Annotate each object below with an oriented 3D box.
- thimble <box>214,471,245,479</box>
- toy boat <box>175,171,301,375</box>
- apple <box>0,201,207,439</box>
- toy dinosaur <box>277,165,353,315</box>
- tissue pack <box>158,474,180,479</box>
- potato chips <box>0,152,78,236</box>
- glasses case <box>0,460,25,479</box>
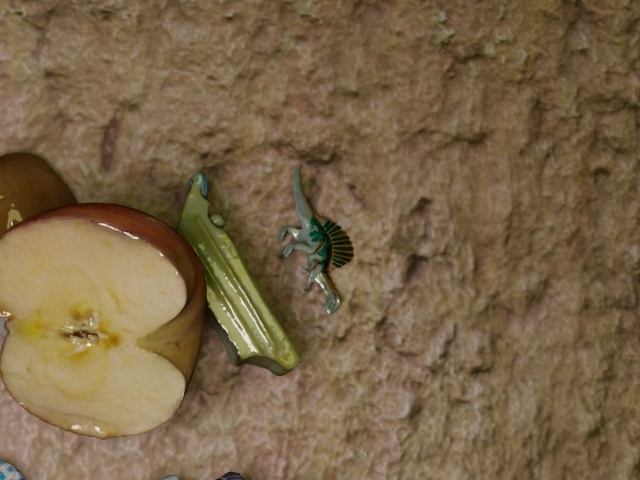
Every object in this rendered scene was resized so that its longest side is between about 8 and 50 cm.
[{"bbox_3d":[-0.106,0.339,1.645,0.066,0.095,0.104,-28,84,-21],"label":"thimble"},{"bbox_3d":[-0.124,0.055,1.710,0.084,0.111,0.276,-25,83,-14],"label":"toy boat"},{"bbox_3d":[-0.261,0.073,1.619,0.251,0.163,0.293,7,116,4],"label":"apple"},{"bbox_3d":[-0.002,0.000,1.797,0.106,0.044,0.187,20,58,-22],"label":"toy dinosaur"},{"bbox_3d":[-0.183,0.419,1.558,0.185,0.081,0.257,-18,64,-42],"label":"tissue pack"},{"bbox_3d":[-0.373,-0.020,1.701,0.150,0.049,0.202,-21,78,-21],"label":"potato chips"},{"bbox_3d":[-0.375,0.418,1.566,0.125,0.076,0.328,-12,78,-15],"label":"glasses case"}]
